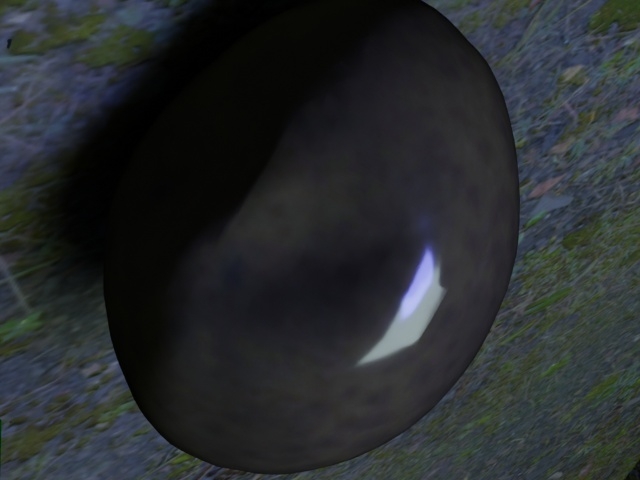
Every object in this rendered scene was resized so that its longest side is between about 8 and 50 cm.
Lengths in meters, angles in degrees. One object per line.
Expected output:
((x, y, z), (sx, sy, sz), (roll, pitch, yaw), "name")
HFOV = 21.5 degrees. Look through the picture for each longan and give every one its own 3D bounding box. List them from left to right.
((0.000, 0.000, 1.144), (0.288, 0.288, 0.350), (0, 121, -59), "longan")
